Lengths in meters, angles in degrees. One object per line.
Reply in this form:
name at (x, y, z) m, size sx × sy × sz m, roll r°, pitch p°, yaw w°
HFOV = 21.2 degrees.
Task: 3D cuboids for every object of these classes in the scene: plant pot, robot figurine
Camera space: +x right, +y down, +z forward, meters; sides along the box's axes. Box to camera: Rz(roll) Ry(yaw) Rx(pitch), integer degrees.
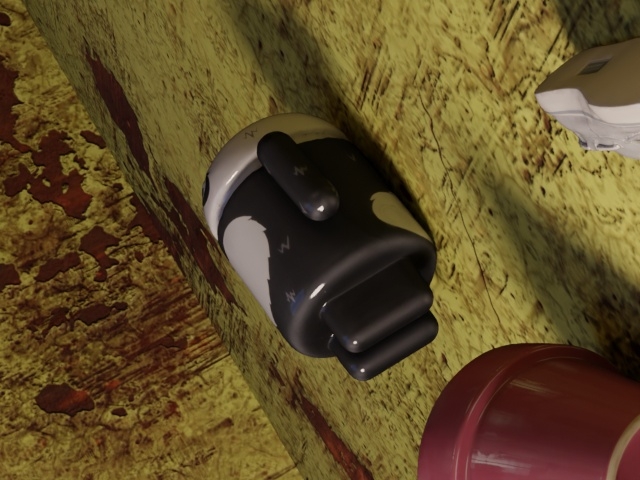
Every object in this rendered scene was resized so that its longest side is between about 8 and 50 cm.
plant pot at (0.200, 0.177, 1.254) m, size 0.180 × 0.201 × 0.201 m, roll -3°, pitch 116°, yaw 59°
robot figurine at (-0.002, 0.002, 1.652) m, size 0.278 × 0.174 × 0.209 m, roll 53°, pitch 129°, yaw 30°

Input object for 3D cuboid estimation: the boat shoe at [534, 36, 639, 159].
boat shoe at (0.185, -0.078, 1.027) m, size 0.063 × 0.066 × 0.184 m, roll 50°, pitch 167°, yaw -13°
